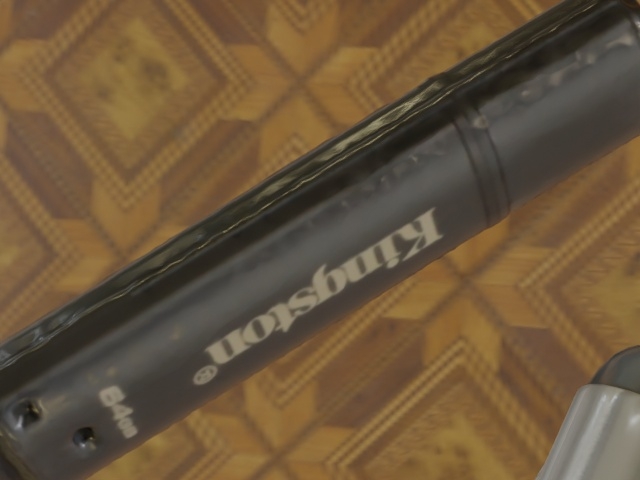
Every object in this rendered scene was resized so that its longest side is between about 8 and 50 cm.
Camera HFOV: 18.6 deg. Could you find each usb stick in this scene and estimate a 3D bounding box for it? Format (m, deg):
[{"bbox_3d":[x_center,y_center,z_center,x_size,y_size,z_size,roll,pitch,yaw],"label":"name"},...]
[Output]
[{"bbox_3d":[0.000,0.000,0.680,0.278,0.077,0.045,-31,64,-7],"label":"usb stick"}]

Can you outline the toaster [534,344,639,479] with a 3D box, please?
[{"bbox_3d":[0.119,0.131,0.391,0.227,0.129,0.146,25,76,30],"label":"toaster"}]
